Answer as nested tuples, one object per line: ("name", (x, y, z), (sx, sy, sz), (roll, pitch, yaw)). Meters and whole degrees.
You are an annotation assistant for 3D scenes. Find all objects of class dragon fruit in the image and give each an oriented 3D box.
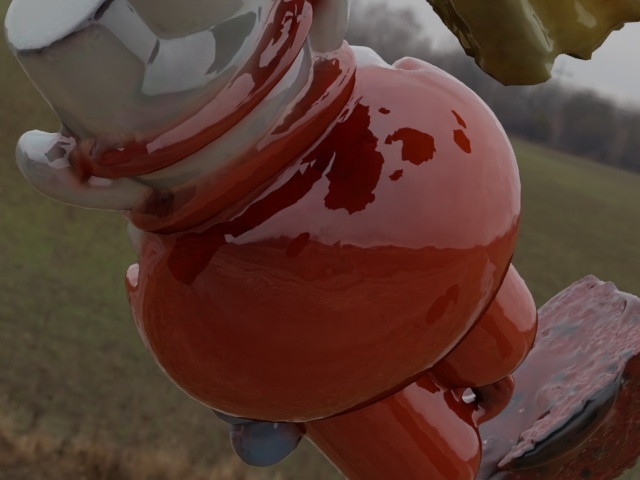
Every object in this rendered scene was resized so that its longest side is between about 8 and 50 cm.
("dragon fruit", (0.123, 0.115, 0.823), (0.092, 0.192, 0.122), (55, -17, -17))

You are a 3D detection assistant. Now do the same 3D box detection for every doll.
("doll", (0.000, 0.000, 0.602), (0.290, 0.161, 0.130), (51, -1, -38))

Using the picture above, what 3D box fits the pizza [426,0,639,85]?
("pizza", (-0.004, -0.199, 0.376), (0.268, 0.087, 0.258), (61, 1, -35))
